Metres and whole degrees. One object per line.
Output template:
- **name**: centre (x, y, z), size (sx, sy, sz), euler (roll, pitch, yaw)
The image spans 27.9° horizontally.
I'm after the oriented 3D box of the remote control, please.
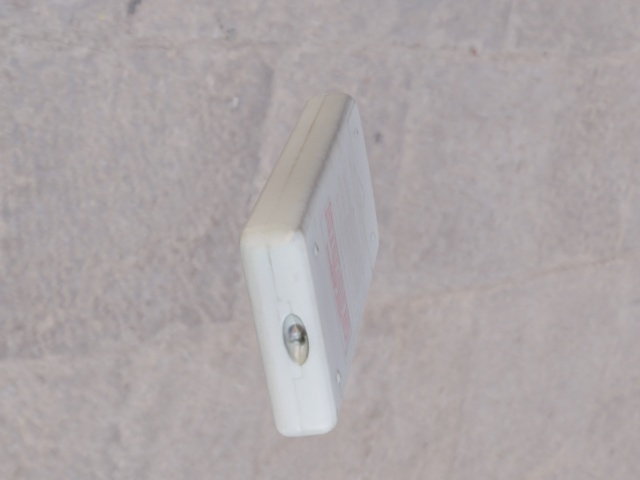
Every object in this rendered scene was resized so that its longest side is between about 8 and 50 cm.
- **remote control**: centre (0.000, 0.000, 0.547), size (0.190, 0.029, 0.087), euler (-71, 154, -65)
